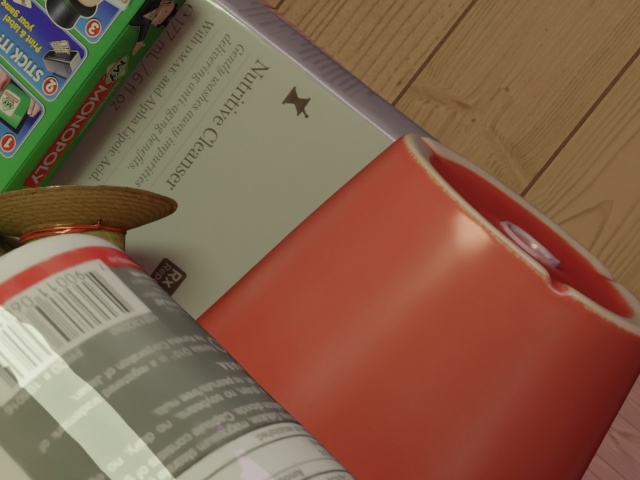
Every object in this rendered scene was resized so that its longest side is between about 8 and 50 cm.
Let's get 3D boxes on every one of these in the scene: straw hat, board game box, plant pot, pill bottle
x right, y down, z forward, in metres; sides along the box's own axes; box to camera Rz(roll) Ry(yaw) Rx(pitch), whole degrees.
[{"bbox_3d":[-0.159,0.009,1.255,0.144,0.145,0.061,15,68,-61],"label":"straw hat"},{"bbox_3d":[-0.262,-0.190,1.342,0.317,0.213,0.046,43,13,21],"label":"board game box"},{"bbox_3d":[0.053,0.087,1.162,0.275,0.243,0.275,36,13,-10],"label":"plant pot"},{"bbox_3d":[-0.057,0.143,0.827,0.283,0.161,0.161,43,13,21],"label":"pill bottle"}]

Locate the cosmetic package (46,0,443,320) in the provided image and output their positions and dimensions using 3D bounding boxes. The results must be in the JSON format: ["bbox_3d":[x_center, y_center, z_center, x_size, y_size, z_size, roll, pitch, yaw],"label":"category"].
[{"bbox_3d":[0.000,0.000,1.407,0.385,0.217,0.156,37,11,3],"label":"cosmetic package"}]
